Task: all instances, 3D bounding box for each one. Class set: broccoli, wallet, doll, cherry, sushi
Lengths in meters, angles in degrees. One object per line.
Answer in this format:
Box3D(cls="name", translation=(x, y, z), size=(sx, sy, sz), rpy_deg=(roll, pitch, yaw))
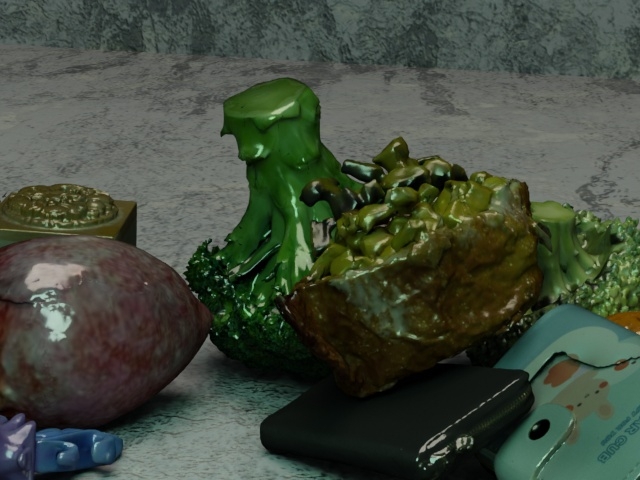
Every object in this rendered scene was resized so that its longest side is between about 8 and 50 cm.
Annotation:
Box3D(cls="broccoli", translation=(0.225, 0.049, 1.805), size=(0.226, 0.176, 0.198), rpy_deg=(6, 3, -44))
Box3D(cls="wallet", translation=(0.226, 0.150, 1.484), size=(0.176, 0.075, 0.250), rpy_deg=(-43, 27, -10))
Box3D(cls="broccoli", translation=(0.000, 0.000, 1.756), size=(0.297, 0.297, 0.297), rpy_deg=(-18, 23, 8))
Box3D(cls="doll", translation=(-0.244, 0.177, 1.524), size=(0.206, 0.067, 0.110), rpy_deg=(2, -2, -41))
Box3D(cls="wallet", translation=(0.067, 0.148, 1.542), size=(0.149, 0.044, 0.250), rpy_deg=(-33, 18, -31))
Box3D(cls="cherry", translation=(-0.214, 0.081, 1.668), size=(0.250, 0.175, 0.192), rpy_deg=(-3, 5, -22))
Box3D(cls="sushi", translation=(0.076, 0.015, 1.574), size=(0.296, 0.179, 0.167), rpy_deg=(-29, 13, -19))

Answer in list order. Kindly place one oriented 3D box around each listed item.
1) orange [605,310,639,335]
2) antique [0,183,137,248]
Box3D(cls="orange", translation=(0.291, 0.122, 1.647), size=(0.135, 0.117, 0.135), rpy_deg=(2, -27, 1))
Box3D(cls="antique", translation=(-0.275, 0.022, 1.908), size=(0.152, 0.148, 0.146), rpy_deg=(4, 18, 2))
